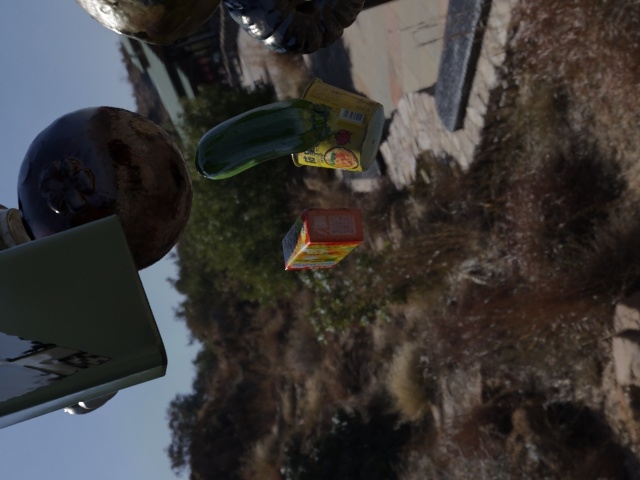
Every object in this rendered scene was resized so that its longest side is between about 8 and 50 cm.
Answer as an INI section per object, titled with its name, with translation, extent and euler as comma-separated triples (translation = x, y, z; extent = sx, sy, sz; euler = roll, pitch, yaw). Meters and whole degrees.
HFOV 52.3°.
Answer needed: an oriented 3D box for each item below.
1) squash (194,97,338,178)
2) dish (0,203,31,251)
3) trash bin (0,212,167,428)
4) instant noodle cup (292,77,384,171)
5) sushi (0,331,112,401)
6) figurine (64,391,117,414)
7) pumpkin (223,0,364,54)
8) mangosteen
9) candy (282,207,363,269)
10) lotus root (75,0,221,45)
[squash]
translation = -0.080, -0.137, 0.871
extent = 0.068, 0.219, 0.077
euler = -31, -73, -65
[dish]
translation = -0.638, 0.020, 1.316
extent = 0.303, 0.120, 0.303
euler = 62, 180, 0
[trash bin]
translation = -0.403, 0.125, 0.867
extent = 0.223, 0.343, 0.158
euler = 67, 157, 14
[instant noodle cup]
translation = 0.040, -0.220, 1.302
extent = 0.182, 0.144, 0.182
euler = 17, -90, -76
[sushi]
translation = -0.344, 0.034, 0.369
extent = 0.373, 0.296, 0.100
euler = -9, -73, -71
[figurine]
translation = -0.446, 0.211, 1.071
extent = 0.176, 0.236, 0.133
euler = -37, 46, 45
[pumpkin]
translation = -0.031, -0.322, 0.781
extent = 0.150, 0.194, 0.194
euler = -68, -37, -63
[mangosteen]
translation = -0.376, -0.087, 1.204
extent = 0.359, 0.306, 0.306
euler = -10, -101, -78
[candy]
translation = 0.000, 0.000, 0.720
extent = 0.122, 0.062, 0.038
euler = 132, 134, -67
[lotus root]
translation = -0.210, -0.429, 0.808
extent = 0.250, 0.250, 0.346
euler = -122, 43, -64
